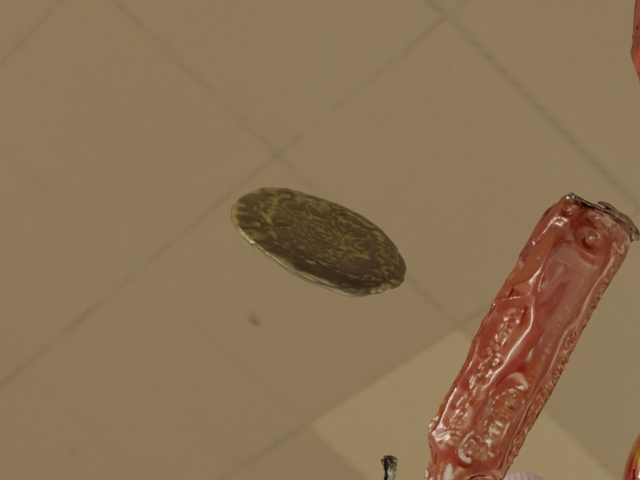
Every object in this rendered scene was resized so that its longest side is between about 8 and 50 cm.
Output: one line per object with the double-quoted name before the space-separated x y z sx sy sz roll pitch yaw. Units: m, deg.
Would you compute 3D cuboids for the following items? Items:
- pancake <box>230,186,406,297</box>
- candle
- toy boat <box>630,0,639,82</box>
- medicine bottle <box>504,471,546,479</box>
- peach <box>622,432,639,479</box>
"pancake" 0.000 -0.001 1.019 0.115 0.115 0.011 25 117 6
"candle" 0.072 0.052 0.713 0.048 0.162 0.053 28 165 15
"toy boat" 0.233 -0.154 1.069 0.059 0.069 0.173 47 145 42
"medicine bottle" 0.206 0.307 1.666 0.083 0.203 0.083 -3 124 -5
"peach" 0.347 0.207 1.395 0.196 0.226 0.190 47 112 36
